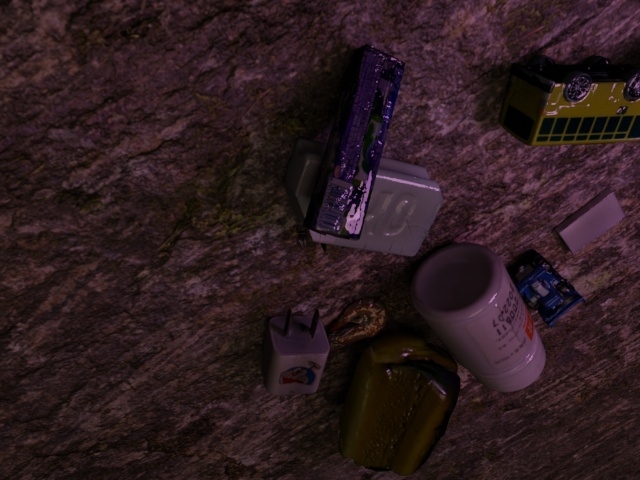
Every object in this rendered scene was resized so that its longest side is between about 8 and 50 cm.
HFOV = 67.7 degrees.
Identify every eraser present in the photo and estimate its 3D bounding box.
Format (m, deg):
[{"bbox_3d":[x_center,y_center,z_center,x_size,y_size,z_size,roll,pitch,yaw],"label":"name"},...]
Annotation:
[{"bbox_3d":[0.645,-0.044,1.144,0.150,0.023,0.104,-41,125,13],"label":"eraser"}]

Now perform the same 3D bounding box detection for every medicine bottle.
[{"bbox_3d":[0.377,0.189,1.113,0.211,0.211,0.371,-35,127,9],"label":"medicine bottle"}]

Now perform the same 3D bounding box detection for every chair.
[{"bbox_3d":[0.000,0.001,0.973,0.086,0.042,0.037,-10,128,-9],"label":"chair"}]

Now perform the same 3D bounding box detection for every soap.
[{"bbox_3d":[0.075,-0.074,0.909,0.290,0.095,0.172,9,120,-22],"label":"soap"}]

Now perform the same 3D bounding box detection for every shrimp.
[{"bbox_3d":[0.073,0.203,1.144,0.190,0.042,0.101,-29,107,6],"label":"shrimp"}]

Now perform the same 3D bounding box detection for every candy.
[{"bbox_3d":[0.057,-0.155,0.783,0.088,0.061,0.312,17,88,-24],"label":"candy"}]

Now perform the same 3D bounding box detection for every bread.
[{"bbox_3d":[0.197,0.403,1.209,0.251,0.208,0.376,19,121,12],"label":"bread"}]

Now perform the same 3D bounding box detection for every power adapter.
[{"bbox_3d":[-0.054,0.231,1.069,0.130,0.125,0.204,2,124,-17],"label":"power adapter"}]

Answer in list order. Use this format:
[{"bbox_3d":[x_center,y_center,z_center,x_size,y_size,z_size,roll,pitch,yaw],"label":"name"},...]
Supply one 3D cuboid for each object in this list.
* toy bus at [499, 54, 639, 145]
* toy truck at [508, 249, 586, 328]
[{"bbox_3d":[0.485,-0.254,0.884,0.262,0.128,0.150,-4,125,-12],"label":"toy bus"},{"bbox_3d":[0.556,0.127,1.174,0.208,0.126,0.113,31,111,-33],"label":"toy truck"}]
